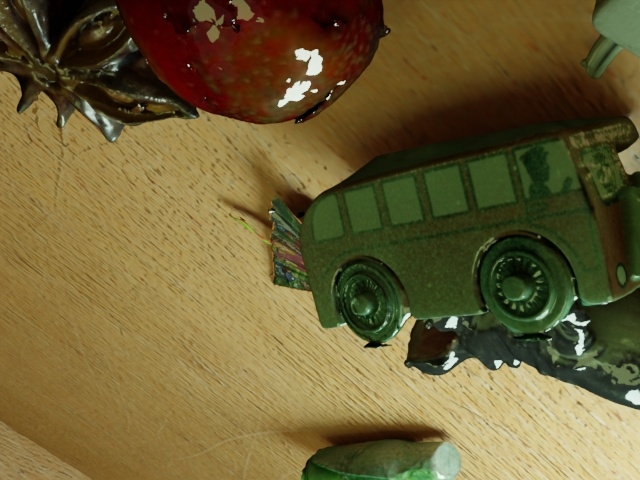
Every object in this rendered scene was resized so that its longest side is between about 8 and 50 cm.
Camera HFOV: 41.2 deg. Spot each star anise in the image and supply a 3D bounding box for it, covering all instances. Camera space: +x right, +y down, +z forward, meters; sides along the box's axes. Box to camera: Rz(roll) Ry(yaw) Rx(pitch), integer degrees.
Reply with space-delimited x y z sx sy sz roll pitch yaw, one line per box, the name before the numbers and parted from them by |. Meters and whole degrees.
star anise | -0.217 -0.188 0.741 0.214 0.099 0.220 -13 128 27

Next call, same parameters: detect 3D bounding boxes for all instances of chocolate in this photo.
chocolate | 0.094 0.349 1.292 0.110 0.110 0.291 39 143 -19

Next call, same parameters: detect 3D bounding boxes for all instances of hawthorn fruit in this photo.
hawthorn fruit | -0.063 -0.186 0.546 0.181 0.181 0.235 -5 136 40

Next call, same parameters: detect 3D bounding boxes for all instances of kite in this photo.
kite | -0.029 0.025 0.945 0.183 0.014 0.241 34 159 7

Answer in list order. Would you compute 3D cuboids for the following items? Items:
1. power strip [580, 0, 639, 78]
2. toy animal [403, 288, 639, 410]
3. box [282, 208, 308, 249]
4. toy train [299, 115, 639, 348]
power strip | 0.241 -0.168 0.471 0.093 0.053 0.288 29 147 -5
toy animal | 0.223 0.081 0.797 0.343 0.106 0.168 7 140 32
box | 0.000 0.000 0.916 0.053 0.024 0.083 -4 136 41
toy train | 0.113 -0.003 0.694 0.326 0.129 0.159 -11 91 46
